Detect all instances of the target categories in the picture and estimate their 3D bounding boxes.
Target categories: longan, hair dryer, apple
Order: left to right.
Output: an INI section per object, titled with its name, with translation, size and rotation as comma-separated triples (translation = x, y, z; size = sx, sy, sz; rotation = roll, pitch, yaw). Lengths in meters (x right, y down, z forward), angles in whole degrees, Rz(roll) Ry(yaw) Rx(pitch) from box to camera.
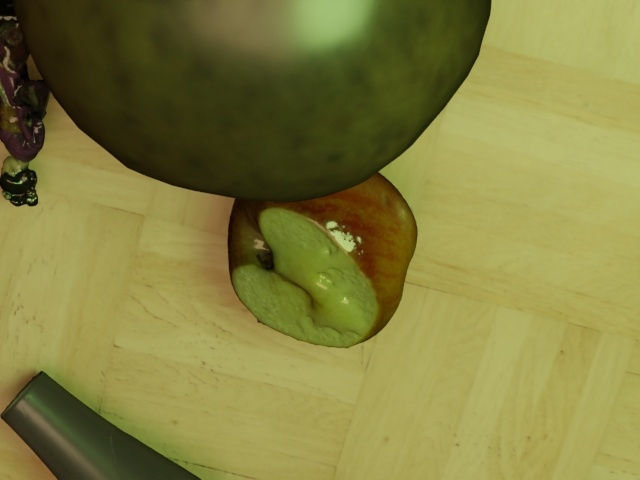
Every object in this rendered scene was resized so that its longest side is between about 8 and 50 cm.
[hair dryer]
translation = -0.268, 0.333, 1.887
size = 0.301, 0.121, 0.361
rotation = 43, 111, -5
[longan]
translation = -0.056, -0.219, 1.537
size = 0.404, 0.336, 0.404
rotation = 2, 115, 4
[apple]
translation = 0.000, 0.000, 1.710
size = 0.173, 0.160, 0.195
rotation = 17, 136, -6

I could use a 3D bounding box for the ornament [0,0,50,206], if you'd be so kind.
[ornament]
translation = -0.290, -0.127, 1.711
size = 0.081, 0.088, 0.203
rotation = 9, 113, -1
